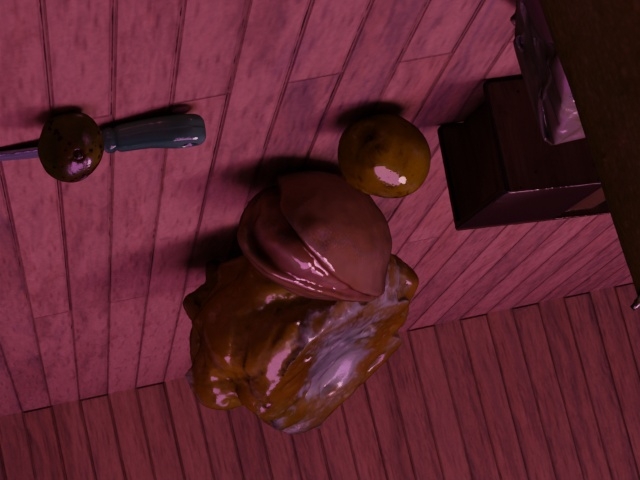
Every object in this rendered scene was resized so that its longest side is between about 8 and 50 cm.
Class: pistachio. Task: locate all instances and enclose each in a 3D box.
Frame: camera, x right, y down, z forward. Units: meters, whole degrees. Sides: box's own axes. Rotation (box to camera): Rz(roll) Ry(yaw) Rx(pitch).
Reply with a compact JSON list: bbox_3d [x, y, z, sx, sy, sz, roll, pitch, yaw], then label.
[{"bbox_3d":[0.000,0.000,2.194,0.162,0.181,0.293,-34,157,13],"label":"pistachio"}]

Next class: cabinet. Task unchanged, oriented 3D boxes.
[{"bbox_3d":[0.280,-0.114,2.064,0.215,0.148,0.175,-6,167,-17],"label":"cabinet"}]

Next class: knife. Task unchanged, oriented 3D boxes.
[{"bbox_3d":[-0.252,-0.104,1.815,0.260,0.034,0.063,-7,178,2],"label":"knife"}]

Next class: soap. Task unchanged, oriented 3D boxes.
[{"bbox_3d":[0.290,-0.205,1.580,0.199,0.138,0.182,-13,153,-3],"label":"soap"}]

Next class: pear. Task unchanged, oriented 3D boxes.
[{"bbox_3d":[0.076,-0.099,2.000,0.107,0.107,0.131,-17,161,15],"label":"pear"}]

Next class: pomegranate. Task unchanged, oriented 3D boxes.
[{"bbox_3d":[-0.258,-0.093,1.738,0.073,0.073,0.084,-10,168,-17],"label":"pomegranate"}]

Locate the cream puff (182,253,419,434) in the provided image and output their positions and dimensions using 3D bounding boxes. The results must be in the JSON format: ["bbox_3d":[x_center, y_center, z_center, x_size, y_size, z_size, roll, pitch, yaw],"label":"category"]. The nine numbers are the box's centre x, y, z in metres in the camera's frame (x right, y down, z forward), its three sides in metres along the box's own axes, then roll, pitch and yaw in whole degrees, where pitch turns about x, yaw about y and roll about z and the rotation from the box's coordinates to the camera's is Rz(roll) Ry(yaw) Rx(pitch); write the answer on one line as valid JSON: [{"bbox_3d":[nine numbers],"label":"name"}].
[{"bbox_3d":[-0.059,0.109,2.533,0.378,0.275,0.378,-32,153,-18],"label":"cream puff"}]

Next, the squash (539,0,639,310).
[{"bbox_3d":[0.309,-0.160,1.295,0.263,0.384,0.263,-14,168,-3],"label":"squash"}]

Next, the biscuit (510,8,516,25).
[{"bbox_3d":[0.332,-0.250,1.737,0.290,0.038,0.141,-12,167,-2],"label":"biscuit"}]
